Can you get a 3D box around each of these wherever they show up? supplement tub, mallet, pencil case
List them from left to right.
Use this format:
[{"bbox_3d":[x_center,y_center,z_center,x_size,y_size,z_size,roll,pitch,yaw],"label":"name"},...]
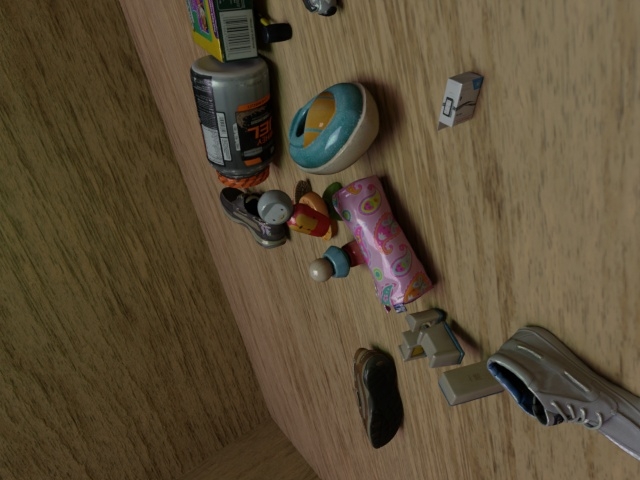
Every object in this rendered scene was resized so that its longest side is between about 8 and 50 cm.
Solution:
[{"bbox_3d":[-0.238,-0.334,1.152,0.207,0.207,0.338,43,147,37],"label":"supplement tub"},{"bbox_3d":[-0.127,-0.533,0.982,0.039,0.062,0.190,96,155,-47],"label":"mallet"},{"bbox_3d":[0.128,0.006,0.860,0.284,0.124,0.124,65,154,3],"label":"pencil case"}]

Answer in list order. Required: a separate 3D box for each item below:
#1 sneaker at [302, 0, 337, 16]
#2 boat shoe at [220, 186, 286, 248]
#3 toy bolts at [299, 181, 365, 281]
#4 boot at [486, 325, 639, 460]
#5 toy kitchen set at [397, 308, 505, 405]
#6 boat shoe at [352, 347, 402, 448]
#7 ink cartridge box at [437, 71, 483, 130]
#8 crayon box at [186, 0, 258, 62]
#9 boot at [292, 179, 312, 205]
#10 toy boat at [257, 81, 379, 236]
[{"bbox_3d":[0.016,-0.478,0.716,0.228,0.086,0.132,34,146,62],"label":"sneaker"},{"bbox_3d":[-0.239,-0.115,1.459,0.355,0.132,0.130,37,133,30],"label":"boat shoe"},{"bbox_3d":[0.000,0.000,1.049,0.229,0.158,0.218,62,154,6],"label":"toy bolts"},{"bbox_3d":[0.377,0.251,0.605,0.258,0.123,0.095,43,146,37],"label":"boot"},{"bbox_3d":[0.270,0.262,0.865,0.166,0.122,0.207,93,163,-44],"label":"toy kitchen set"},{"bbox_3d":[0.162,0.462,1.210,0.120,0.122,0.325,28,128,58],"label":"boat shoe"},{"bbox_3d":[0.210,-0.205,0.612,0.028,0.048,0.083,44,148,36],"label":"ink cartridge box"},{"bbox_3d":[-0.272,-0.670,1.007,0.313,0.105,0.363,50,150,46],"label":"crayon box"},{"bbox_3d":[-0.063,-0.115,1.189,0.084,0.059,0.158,45,149,44],"label":"boot"},{"bbox_3d":[-0.012,-0.169,0.800,0.267,0.148,0.319,4,74,62],"label":"toy boat"}]
